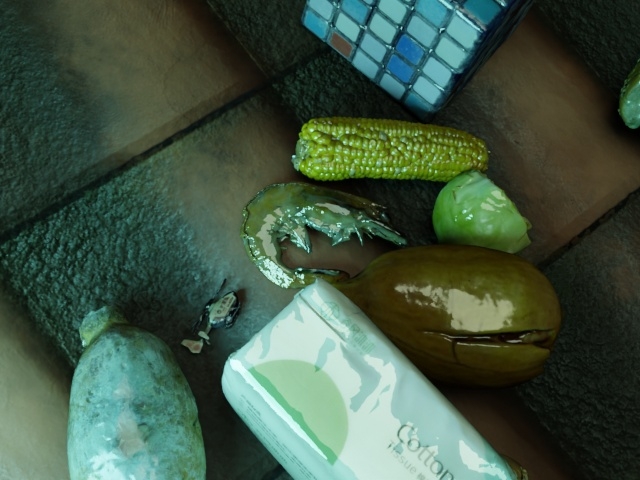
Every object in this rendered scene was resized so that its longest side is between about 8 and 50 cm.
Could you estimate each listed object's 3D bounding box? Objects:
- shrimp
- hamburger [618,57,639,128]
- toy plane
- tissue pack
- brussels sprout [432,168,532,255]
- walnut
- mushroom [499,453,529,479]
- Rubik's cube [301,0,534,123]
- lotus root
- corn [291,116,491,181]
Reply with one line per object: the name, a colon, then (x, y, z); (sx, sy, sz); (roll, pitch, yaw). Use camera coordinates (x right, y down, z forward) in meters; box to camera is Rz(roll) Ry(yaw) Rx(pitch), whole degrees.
shrimp: (0.000, 0.000, 1.362); (0.253, 0.058, 0.173); (19, 75, 0)
hamburger: (0.613, -0.263, 1.514); (0.167, 0.192, 0.288); (43, 42, 1)
toy plane: (-0.151, 0.112, 1.302); (0.049, 0.031, 0.121); (27, 65, 6)
tissue pack: (0.053, 0.247, 1.161); (0.194, 0.266, 0.356); (-42, 82, -17)
brussels sprout: (0.236, -0.023, 1.369); (0.122, 0.149, 0.151); (-43, 61, 2)
walnut: (0.173, 0.102, 1.275); (0.336, 0.209, 0.209); (11, 68, -3)
mushroom: (0.243, 0.402, 1.250); (0.071, 0.084, 0.209); (-3, 71, 32)
Rubik's cube: (0.180, -0.416, 1.424); (0.292, 0.293, 0.287); (39, 68, 7)
lotus root: (-0.241, 0.242, 1.166); (0.174, 0.175, 0.350); (-9, 71, -14)
corn: (0.114, -0.141, 1.413); (0.312, 0.102, 0.102); (0, 70, -13)
